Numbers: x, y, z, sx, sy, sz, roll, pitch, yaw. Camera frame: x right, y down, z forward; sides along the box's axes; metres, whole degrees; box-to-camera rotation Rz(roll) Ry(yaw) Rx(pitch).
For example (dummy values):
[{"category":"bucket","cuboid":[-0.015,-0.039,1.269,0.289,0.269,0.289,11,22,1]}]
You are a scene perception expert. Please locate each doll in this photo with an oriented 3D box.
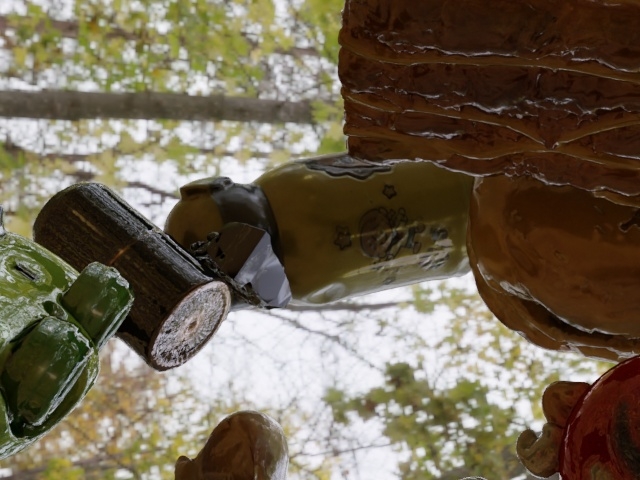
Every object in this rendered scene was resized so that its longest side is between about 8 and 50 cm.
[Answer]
[{"category":"doll","cuboid":[0.193,0.150,0.588,0.217,0.085,0.183,-44,-116,20]}]

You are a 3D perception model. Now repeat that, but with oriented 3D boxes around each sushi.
[{"category":"sushi","cuboid":[-0.075,0.025,0.987,0.085,0.083,0.056,20,-110,42]}]

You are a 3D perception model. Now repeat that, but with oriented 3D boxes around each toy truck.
[{"category":"toy truck","cuboid":[-0.221,0.082,0.601,0.210,0.148,0.187,-56,-177,-1]}]

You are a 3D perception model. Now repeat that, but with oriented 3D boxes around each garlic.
[{"category":"garlic","cuboid":[-0.080,0.262,1.046,0.099,0.124,0.174,9,-89,50]}]

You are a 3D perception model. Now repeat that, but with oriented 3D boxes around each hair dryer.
[{"category":"hair dryer","cuboid":[-0.270,0.098,0.905,0.189,0.352,0.107,37,-29,25]}]

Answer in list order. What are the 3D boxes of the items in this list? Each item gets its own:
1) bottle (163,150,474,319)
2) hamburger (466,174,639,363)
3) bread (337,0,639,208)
[{"category":"bottle","cuboid":[-0.001,-0.012,1.139,0.171,0.351,0.171,169,-90,-69]},{"category":"hamburger","cuboid":[0.287,-0.034,0.924,0.304,0.174,0.284,7,-126,15]},{"category":"bread","cuboid":[0.154,-0.125,0.734,0.275,0.114,0.185,10,-41,13]}]
